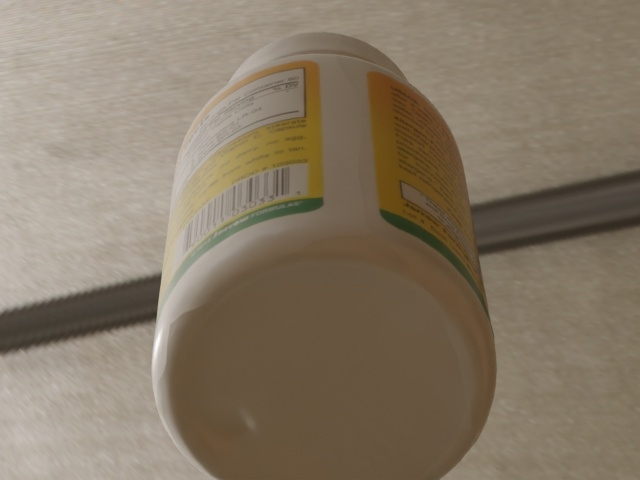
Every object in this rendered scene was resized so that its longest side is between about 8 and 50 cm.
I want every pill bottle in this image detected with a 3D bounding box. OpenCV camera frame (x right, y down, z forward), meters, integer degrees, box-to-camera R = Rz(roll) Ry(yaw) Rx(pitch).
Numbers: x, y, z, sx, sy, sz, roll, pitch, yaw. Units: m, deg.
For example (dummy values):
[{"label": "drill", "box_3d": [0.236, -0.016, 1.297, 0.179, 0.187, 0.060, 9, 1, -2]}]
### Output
[{"label": "pill bottle", "box_3d": [0.000, 0.000, 0.707, 0.117, 0.208, 0.117, -1, -61, -1]}]
